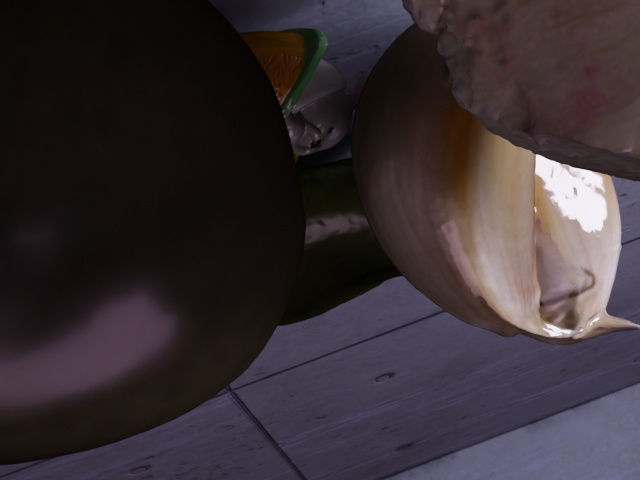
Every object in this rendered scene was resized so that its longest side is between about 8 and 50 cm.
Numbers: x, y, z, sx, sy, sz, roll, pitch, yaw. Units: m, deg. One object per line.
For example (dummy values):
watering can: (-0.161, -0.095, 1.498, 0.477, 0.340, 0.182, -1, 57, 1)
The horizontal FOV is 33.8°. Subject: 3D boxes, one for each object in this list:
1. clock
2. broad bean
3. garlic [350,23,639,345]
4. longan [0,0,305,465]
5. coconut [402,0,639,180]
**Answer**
clock: (-0.060, -0.090, 0.881, 0.144, 0.103, 0.231, 14, 138, -38)
broad bean: (0.000, 0.001, 1.092, 0.291, 0.119, 0.238, -14, 155, -13)
garlic: (0.151, -0.057, 0.894, 0.249, 0.313, 0.286, 1, -167, 2)
longan: (-0.195, -0.020, 0.688, 0.361, 0.361, 0.361, -17, 155, -8)
coconut: (0.245, -0.212, 0.534, 0.405, 0.404, 0.404, -17, 155, -8)
